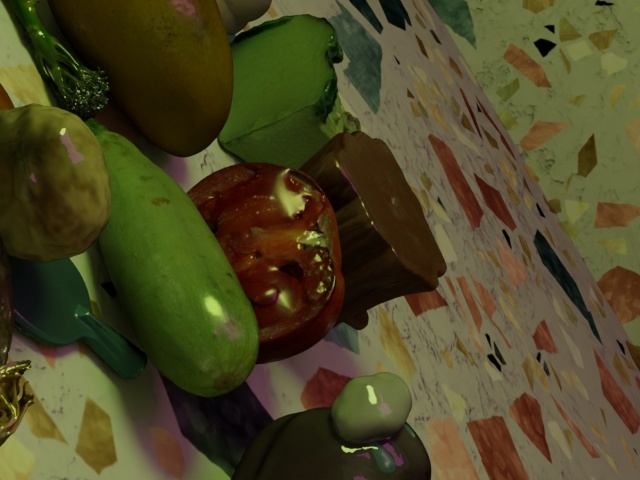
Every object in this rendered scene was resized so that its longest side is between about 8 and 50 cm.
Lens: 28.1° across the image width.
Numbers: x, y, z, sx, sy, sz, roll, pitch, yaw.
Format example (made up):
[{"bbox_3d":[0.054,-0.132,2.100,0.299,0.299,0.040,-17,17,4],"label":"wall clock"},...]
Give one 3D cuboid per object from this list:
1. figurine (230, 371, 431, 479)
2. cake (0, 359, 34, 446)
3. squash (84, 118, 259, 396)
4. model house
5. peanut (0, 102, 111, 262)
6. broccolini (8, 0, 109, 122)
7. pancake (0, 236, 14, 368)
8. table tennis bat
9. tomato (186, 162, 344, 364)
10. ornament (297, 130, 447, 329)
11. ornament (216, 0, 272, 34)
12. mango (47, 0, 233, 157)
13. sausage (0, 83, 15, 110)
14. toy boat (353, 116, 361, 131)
[{"bbox_3d":[0.044,0.331,1.249,0.365,0.218,0.206,63,-15,3],"label":"figurine"},{"bbox_3d":[-0.272,0.149,0.913,0.079,0.116,0.185,64,17,7],"label":"cake"},{"bbox_3d":[-0.164,0.009,1.299,0.118,0.118,0.370,32,19,-50],"label":"squash"},{"bbox_3d":[-0.024,-0.188,1.802,0.189,0.195,0.214,50,25,-44],"label":"model house"},{"bbox_3d":[-0.251,-0.049,1.114,0.109,0.159,0.140,-19,105,-50],"label":"peanut"},{"bbox_3d":[-0.300,-0.231,1.407,0.216,0.058,0.067,61,24,6],"label":"broccolini"},{"bbox_3d":[-0.285,0.057,1.043,0.151,0.025,0.151,-1,90,-82],"label":"pancake"},{"bbox_3d":[-0.239,0.064,1.199,0.201,0.033,0.124,45,27,-27],"label":"table tennis bat"},{"bbox_3d":[-0.070,0.042,1.399,0.139,0.200,0.233,71,15,-56],"label":"tomato"},{"bbox_3d":[0.000,0.000,1.549,0.235,0.217,0.221,40,29,-40],"label":"ornament"},{"bbox_3d":[-0.145,-0.371,1.781,0.177,0.177,0.177,47,25,-29],"label":"ornament"},{"bbox_3d":[-0.201,-0.242,1.478,0.211,0.173,0.317,11,-50,62],"label":"mango"},{"bbox_3d":[-0.365,-0.164,1.134,0.238,0.098,0.098,44,26,-31],"label":"sausage"},{"bbox_3d":[0.036,-0.092,1.914,0.071,0.089,0.185,-29,126,-37],"label":"toy boat"}]
